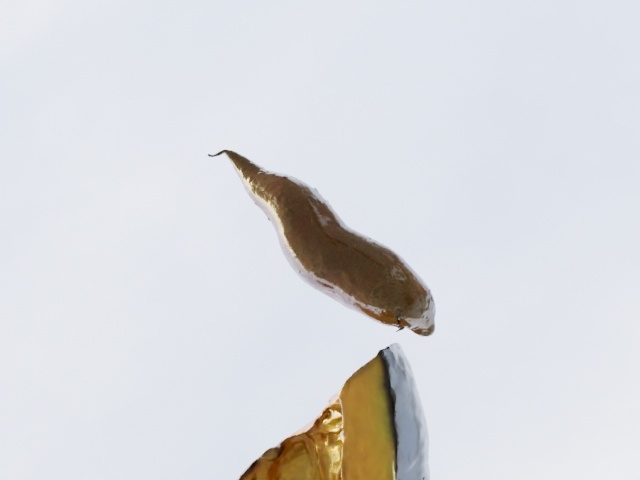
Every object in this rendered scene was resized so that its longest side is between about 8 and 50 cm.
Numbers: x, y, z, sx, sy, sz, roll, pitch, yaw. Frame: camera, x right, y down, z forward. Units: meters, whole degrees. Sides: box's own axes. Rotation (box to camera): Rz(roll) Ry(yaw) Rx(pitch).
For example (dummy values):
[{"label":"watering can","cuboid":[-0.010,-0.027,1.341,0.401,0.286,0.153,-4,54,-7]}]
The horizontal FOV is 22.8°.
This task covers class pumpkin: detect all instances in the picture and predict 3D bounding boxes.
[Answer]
[{"label":"pumpkin","cuboid":[0.005,0.222,1.100,0.312,0.148,0.169,-45,-104,23]}]

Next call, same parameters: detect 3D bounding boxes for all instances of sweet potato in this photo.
[{"label":"sweet potato","cuboid":[0.000,0.000,1.061,0.195,0.056,0.056,42,-108,9]}]
